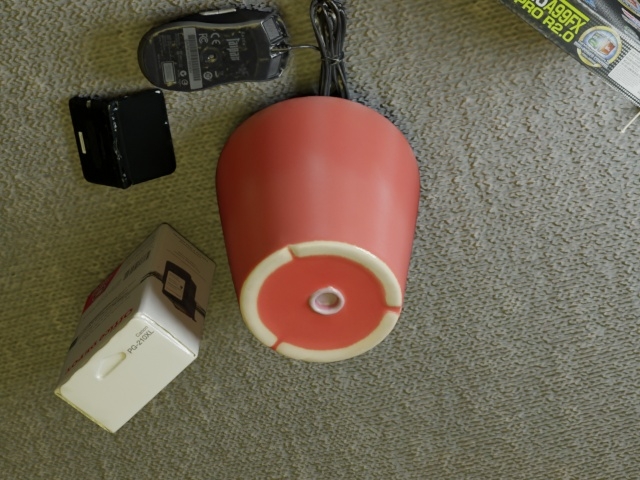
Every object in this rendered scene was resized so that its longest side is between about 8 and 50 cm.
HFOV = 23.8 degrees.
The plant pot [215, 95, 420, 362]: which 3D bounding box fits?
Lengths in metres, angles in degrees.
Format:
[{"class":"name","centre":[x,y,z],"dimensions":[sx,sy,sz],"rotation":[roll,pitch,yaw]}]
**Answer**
[{"class":"plant pot","centre":[0.000,0.000,1.876],"dimensions":[0.274,0.243,0.275],"rotation":[-1,129,-1]}]

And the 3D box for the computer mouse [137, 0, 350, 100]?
[{"class":"computer mouse","centre":[-0.089,-0.213,1.901],"dimensions":[0.262,0.060,0.184],"rotation":[-10,123,3]}]

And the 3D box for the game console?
[{"class":"game console","centre":[-0.257,-0.136,1.970],"dimensions":[0.107,0.071,0.122],"rotation":[10,122,31]}]

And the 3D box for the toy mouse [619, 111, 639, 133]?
[{"class":"toy mouse","centre":[0.436,-0.220,1.883],"dimensions":[0.161,0.031,0.143],"rotation":[-13,117,9]}]

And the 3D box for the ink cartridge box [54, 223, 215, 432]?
[{"class":"ink cartridge box","centre":[-0.237,0.112,1.973],"dimensions":[0.100,0.237,0.172],"rotation":[40,113,-17]}]

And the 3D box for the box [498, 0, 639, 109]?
[{"class":"box","centre":[0.278,-0.287,1.750],"dimensions":[0.270,0.216,0.060],"rotation":[35,116,-14]}]
